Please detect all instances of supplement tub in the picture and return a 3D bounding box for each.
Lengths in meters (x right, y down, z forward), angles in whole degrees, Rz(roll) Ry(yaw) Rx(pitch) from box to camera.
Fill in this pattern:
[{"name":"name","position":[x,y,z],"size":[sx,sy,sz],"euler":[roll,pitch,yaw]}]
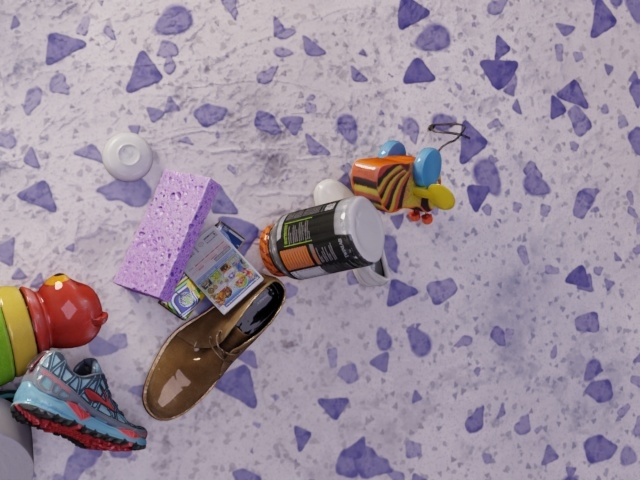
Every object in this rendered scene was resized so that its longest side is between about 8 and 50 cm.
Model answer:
[{"name":"supplement tub","position":[0.000,0.000,1.389],"size":[0.117,0.190,0.117],"euler":[24,60,-51]}]

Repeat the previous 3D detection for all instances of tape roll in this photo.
[{"name":"tape roll","position":[-0.527,0.316,1.207],"size":[0.219,0.072,0.219],"euler":[-11,131,-14]}]

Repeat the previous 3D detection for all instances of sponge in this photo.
[{"name":"sponge","position":[-0.248,-0.010,1.360],"size":[0.031,0.117,0.210],"euler":[35,74,-49]}]

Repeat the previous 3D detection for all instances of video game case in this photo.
[{"name":"video game case","position":[-0.164,0.048,1.360],"size":[0.087,0.011,0.122],"euler":[-42,83,-12]}]

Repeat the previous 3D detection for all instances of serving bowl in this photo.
[{"name":"serving bowl","position":[-0.318,-0.140,1.389],"size":[0.083,0.027,0.083],"euler":[1,86,-17]}]

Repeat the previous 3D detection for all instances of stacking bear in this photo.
[{"name":"stacking bear","position":[-0.472,0.132,1.263],"size":[0.289,0.175,0.164],"euler":[-14,101,-26]}]

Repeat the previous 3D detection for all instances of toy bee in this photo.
[{"name":"toy bee","position":[0.169,-0.093,1.473],"size":[0.298,0.195,0.162],"euler":[-14,116,-28]}]

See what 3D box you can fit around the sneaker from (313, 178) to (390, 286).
[{"name":"sneaker","position":[0.066,-0.017,1.468],"size":[0.080,0.094,0.212],"euler":[-32,96,-15]}]

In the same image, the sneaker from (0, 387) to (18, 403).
[{"name":"sneaker","position":[-0.450,0.257,1.298],"size":[0.167,0.076,0.065],"euler":[-2,88,-18]}]

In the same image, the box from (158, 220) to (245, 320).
[{"name":"box","position":[-0.198,0.050,1.398],"size":[0.054,0.059,0.169],"euler":[37,77,-11]}]

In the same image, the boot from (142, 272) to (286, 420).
[{"name":"boot","position":[-0.173,0.170,1.373],"size":[0.112,0.115,0.305],"euler":[45,76,-12]}]

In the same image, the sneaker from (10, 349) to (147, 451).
[{"name":"sneaker","position":[-0.342,0.243,1.277],"size":[0.262,0.104,0.125],"euler":[48,44,-52]}]
